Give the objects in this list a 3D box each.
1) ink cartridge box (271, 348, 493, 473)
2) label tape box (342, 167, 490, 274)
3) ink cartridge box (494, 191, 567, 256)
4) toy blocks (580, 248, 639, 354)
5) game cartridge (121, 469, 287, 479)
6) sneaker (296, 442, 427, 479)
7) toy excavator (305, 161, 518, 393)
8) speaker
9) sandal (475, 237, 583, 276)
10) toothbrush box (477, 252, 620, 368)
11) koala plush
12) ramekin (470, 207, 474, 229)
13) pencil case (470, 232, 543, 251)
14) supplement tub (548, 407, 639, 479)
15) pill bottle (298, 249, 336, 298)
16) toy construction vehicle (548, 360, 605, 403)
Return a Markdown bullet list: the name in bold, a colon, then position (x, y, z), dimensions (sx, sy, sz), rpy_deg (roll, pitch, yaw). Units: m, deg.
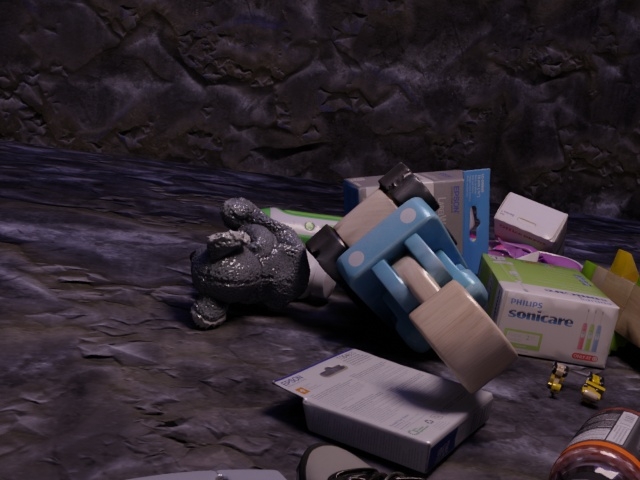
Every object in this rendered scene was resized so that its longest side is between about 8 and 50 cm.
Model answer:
- **ink cartridge box**: position (0.083, 0.213, 0.983), dimensions (0.224, 0.045, 0.223), rpy_deg (15, 13, 30)
- **label tape box**: position (0.220, -0.015, 1.536), dimensions (0.333, 0.241, 0.106), rpy_deg (-6, 15, -15)
- **ink cartridge box**: position (0.532, -0.007, 1.906), dimensions (0.160, 0.092, 0.219), rpy_deg (26, -21, 25)
- **toy blocks**: position (0.682, 0.164, 1.414), dimensions (0.261, 0.191, 0.381), rpy_deg (18, 10, -11)
- **game cartridge**: position (-0.128, 0.261, 0.597), dimensions (0.297, 0.062, 0.198), rpy_deg (1, 10, -34)
- **sneaker**: position (0.065, 0.246, 0.675), dimensions (0.100, 0.108, 0.271), rpy_deg (0, 14, -29)
- **toy excavator**: position (0.172, 0.080, 1.185), dimensions (0.445, 0.222, 0.433), rpy_deg (51, 2, 35)
- **speaker**: position (0.000, 0.000, 1.716), dimensions (0.296, 0.131, 0.131), rpy_deg (7, 12, -9)
- **sandal**: position (0.391, 0.048, 1.713), dimensions (0.416, 0.102, 0.169), rpy_deg (6, 41, 11)
- **toothbrush box**: position (0.420, 0.126, 1.450), dimensions (0.206, 0.122, 0.283), rpy_deg (9, 11, 1)
- **koala plush**: position (-0.140, 0.045, 1.277), dimensions (0.203, 0.196, 0.221), rpy_deg (24, 12, 18)
- **ramekin**: position (0.267, -0.061, 1.961), dimensions (0.277, 0.135, 0.277), rpy_deg (-17, 4, 1)
- **pencil case**: position (0.449, 0.049, 1.886), dimensions (0.104, 0.104, 0.236), rpy_deg (-3, 15, -45)
- **supplement tub**: position (0.310, 0.257, 0.810), dimensions (0.106, 0.106, 0.198), rpy_deg (16, 15, 29)
- **pill bottle**: position (-0.064, 0.055, 1.465), dimensions (0.184, 0.103, 0.103), rpy_deg (14, 13, 21)
- **toy construction vehicle**: position (0.403, 0.230, 1.186), dimensions (0.086, 0.035, 0.098), rpy_deg (23, 18, 12)
